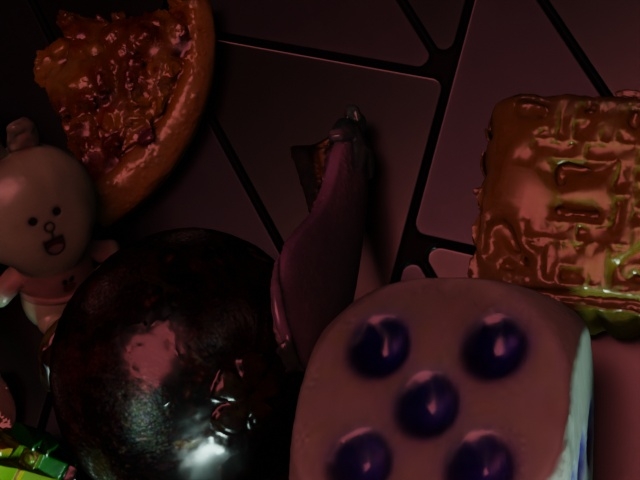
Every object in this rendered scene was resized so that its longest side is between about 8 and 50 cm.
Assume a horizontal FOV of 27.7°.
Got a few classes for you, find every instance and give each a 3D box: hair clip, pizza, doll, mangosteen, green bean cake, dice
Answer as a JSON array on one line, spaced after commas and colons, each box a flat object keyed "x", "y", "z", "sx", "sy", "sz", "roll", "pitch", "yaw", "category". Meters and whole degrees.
[{"x": 0.001, "y": 0.002, "z": 1.259, "sx": 0.095, "sy": 0.110, "sz": 0.359, "roll": 13, "pitch": 39, "yaw": -5, "category": "hair clip"}, {"x": -0.238, "y": -0.173, "z": 1.462, "sx": 0.228, "sy": 0.081, "sz": 0.290, "roll": 26, "pitch": 89, "yaw": 21, "category": "pizza"}, {"x": -0.299, "y": -0.004, "z": 1.378, "sx": 0.154, "sy": 0.275, "sz": 0.113, "roll": -27, "pitch": 28, "yaw": -17, "category": "doll"}, {"x": -0.139, "y": 0.124, "z": 1.278, "sx": 0.288, "sy": 0.288, "sz": 0.288, "roll": -4, "pitch": 77, "yaw": 17, "category": "mangosteen"}, {"x": -0.325, "y": 0.247, "z": 1.356, "sx": 0.134, "sy": 0.186, "sz": 0.106, "roll": 26, "pitch": 88, "yaw": 50, "category": "doll"}, {"x": 0.260, "y": -0.027, "z": 1.242, "sx": 0.229, "sy": 0.131, "sz": 0.224, "roll": 6, "pitch": 79, "yaw": 18, "category": "green bean cake"}, {"x": 0.114, "y": 0.194, "z": 1.146, "sx": 0.243, "sy": 0.259, "sz": 0.251, "roll": 1, "pitch": 61, "yaw": 19, "category": "dice"}]

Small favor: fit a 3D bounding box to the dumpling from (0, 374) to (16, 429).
[{"x": -0.456, "y": 0.294, "z": 1.435, "sx": 0.332, "sy": 0.086, "sz": 0.166, "roll": -42, "pitch": 67, "yaw": 10, "category": "dumpling"}]

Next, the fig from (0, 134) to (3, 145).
[{"x": -0.464, "y": -0.006, "z": 1.384, "sx": 0.286, "sy": 0.286, "sz": 0.369, "roll": -27, "pitch": 66, "yaw": 11, "category": "fig"}]
